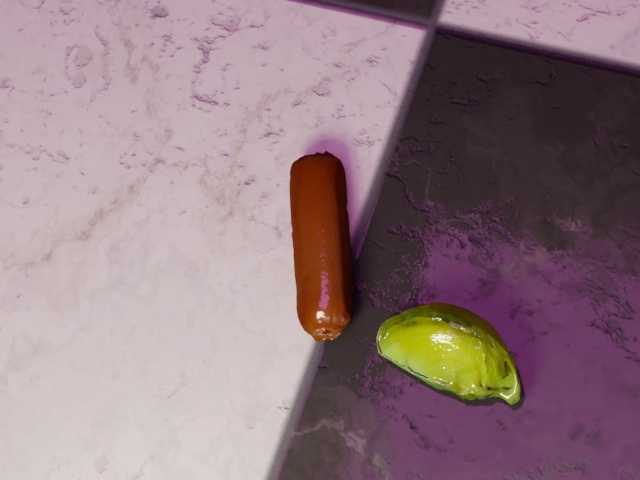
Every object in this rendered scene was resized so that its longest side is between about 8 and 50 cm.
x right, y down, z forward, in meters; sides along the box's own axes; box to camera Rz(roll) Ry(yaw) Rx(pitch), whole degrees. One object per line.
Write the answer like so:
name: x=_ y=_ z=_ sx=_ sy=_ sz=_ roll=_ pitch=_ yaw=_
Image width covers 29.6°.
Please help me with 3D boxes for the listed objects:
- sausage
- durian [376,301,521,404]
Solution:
sausage: x=0.001 y=0.000 z=2.085 sx=0.097 sy=0.094 sz=0.348 roll=-7 pitch=71 yaw=10
durian: x=0.215 y=0.176 z=1.976 sx=0.250 sy=0.101 sz=0.139 roll=14 pitch=112 yaw=18
